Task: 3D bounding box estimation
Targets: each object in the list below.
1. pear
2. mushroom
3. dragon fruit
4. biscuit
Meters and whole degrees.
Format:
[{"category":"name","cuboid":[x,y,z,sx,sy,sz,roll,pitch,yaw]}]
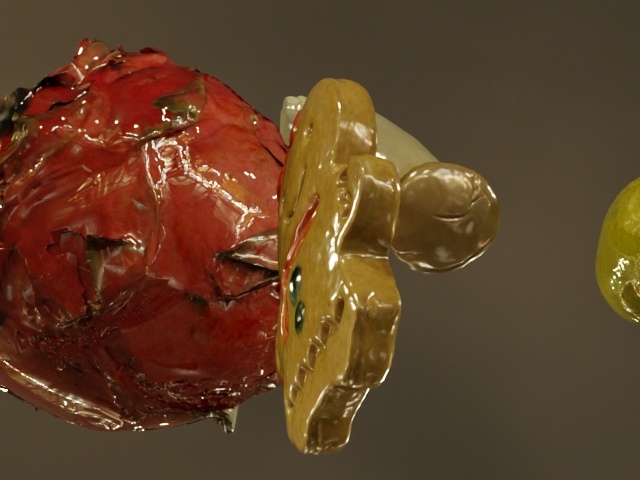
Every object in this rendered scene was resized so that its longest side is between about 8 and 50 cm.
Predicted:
[{"category":"pear","cuboid":[0.396,0.011,1.279,0.198,0.198,0.198,-1,-58,-1]},{"category":"mushroom","cuboid":[0.057,-0.078,1.363,0.138,0.407,0.154,-6,-74,-24]},{"category":"dragon fruit","cuboid":[-0.141,-0.003,0.885,0.302,0.295,0.295,23,-61,-2]},{"category":"biscuit","cuboid":[0.000,0.000,0.633,0.036,0.225,0.166,8,-40,-14]}]
